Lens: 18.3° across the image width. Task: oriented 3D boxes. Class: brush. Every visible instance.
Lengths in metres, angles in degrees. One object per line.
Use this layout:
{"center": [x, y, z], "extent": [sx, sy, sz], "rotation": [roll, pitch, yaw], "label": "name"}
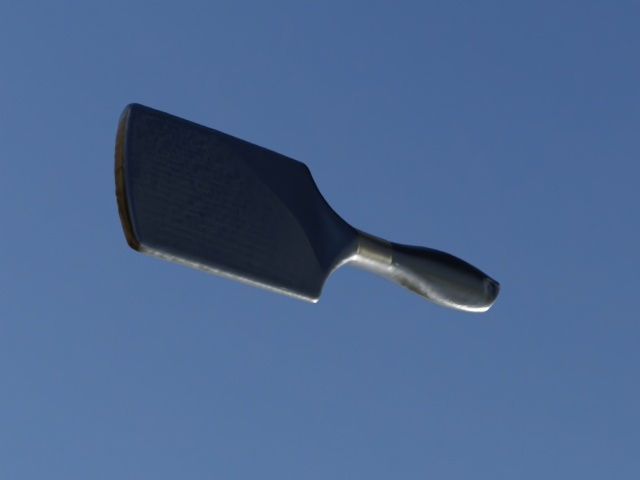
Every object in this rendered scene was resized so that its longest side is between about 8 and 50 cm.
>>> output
{"center": [0.000, 0.000, 0.764], "extent": [0.016, 0.193, 0.063], "rotation": [-32, -128, 43], "label": "brush"}
